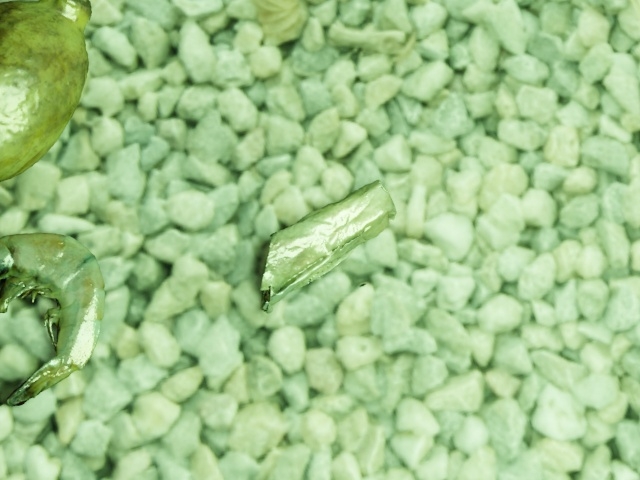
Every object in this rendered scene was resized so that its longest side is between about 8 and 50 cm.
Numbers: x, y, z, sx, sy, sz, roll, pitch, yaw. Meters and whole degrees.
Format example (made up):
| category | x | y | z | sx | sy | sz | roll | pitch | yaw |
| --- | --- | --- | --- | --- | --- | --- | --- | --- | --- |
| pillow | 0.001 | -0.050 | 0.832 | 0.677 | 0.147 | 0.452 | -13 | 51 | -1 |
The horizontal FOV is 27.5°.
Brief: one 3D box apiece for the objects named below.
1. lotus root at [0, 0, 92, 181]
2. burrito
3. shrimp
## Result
| category | x | y | z | sx | sy | sz | roll | pitch | yaw |
| --- | --- | --- | --- | --- | --- | --- | --- | --- | --- |
| lotus root | -0.267 | -0.131 | 1.092 | 0.138 | 0.138 | 0.214 | 43 | 75 | 10 |
| burrito | 0.000 | 0.000 | 1.109 | 0.149 | 0.041 | 0.055 | -34 | 91 | -12 |
| shrimp | -0.276 | 0.066 | 1.079 | 0.195 | 0.035 | 0.148 | -3 | 75 | -6 |
